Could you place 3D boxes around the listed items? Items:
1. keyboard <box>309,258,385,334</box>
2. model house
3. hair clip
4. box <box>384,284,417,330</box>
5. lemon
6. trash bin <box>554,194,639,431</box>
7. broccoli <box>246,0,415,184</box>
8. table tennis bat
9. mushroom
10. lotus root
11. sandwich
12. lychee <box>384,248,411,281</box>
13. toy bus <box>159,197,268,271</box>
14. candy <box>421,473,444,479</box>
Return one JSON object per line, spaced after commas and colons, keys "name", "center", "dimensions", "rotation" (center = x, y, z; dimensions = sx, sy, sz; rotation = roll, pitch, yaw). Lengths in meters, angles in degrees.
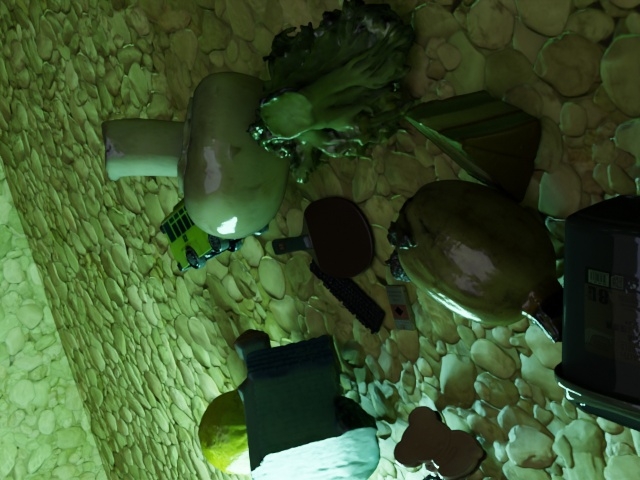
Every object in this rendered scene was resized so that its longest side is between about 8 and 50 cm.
{"name": "keyboard", "center": [0.047, 0.095, 1.690], "dimensions": [0.195, 0.018, 0.060], "rotation": [43, 137, 27]}
{"name": "model house", "center": [-0.043, 0.323, 1.808], "dimensions": [0.295, 0.251, 0.329], "rotation": [75, 175, -54]}
{"name": "hair clip", "center": [0.208, 0.361, 1.565], "dimensions": [0.102, 0.123, 0.138], "rotation": [43, 156, -19]}
{"name": "box", "center": [0.141, 0.118, 1.583], "dimensions": [0.046, 0.012, 0.083], "rotation": [-2, 107, 52]}
{"name": "lemon", "center": [-0.181, 0.434, 2.042], "dimensions": [0.192, 0.192, 0.231], "rotation": [60, 152, 7]}
{"name": "trash bin", "center": [0.401, 0.101, 1.095], "dimensions": [0.209, 0.182, 0.290], "rotation": [14, 115, 50]}
{"name": "broccoli", "center": [0.009, -0.215, 1.357], "dimensions": [0.247, 0.245, 0.288], "rotation": [17, 126, 13]}
{"name": "table tennis bat", "center": [0.000, 0.000, 1.677], "dimensions": [0.274, 0.021, 0.154], "rotation": [-9, 101, 49]}
{"name": "mushroom", "center": [-0.219, -0.151, 1.599], "dimensions": [0.314, 0.336, 0.315], "rotation": [179, 90, -87]}
{"name": "lotus root", "center": [0.242, 0.033, 1.266], "dimensions": [0.310, 0.182, 0.183], "rotation": [37, 136, 34]}
{"name": "sandwich", "center": [0.198, -0.112, 1.228], "dimensions": [0.117, 0.187, 0.144], "rotation": [35, 129, 37]}
{"name": "lychee", "center": [0.144, 0.035, 1.481], "dimensions": [0.083, 0.068, 0.067], "rotation": [9, 76, 32]}
{"name": "toy bus", "center": [-0.223, -0.040, 1.866], "dimensions": [0.262, 0.128, 0.150], "rotation": [-30, 86, 54]}
{"name": "candy", "center": [0.287, 0.552, 1.612], "dimensions": [0.312, 0.061, 0.088], "rotation": [57, 147, 11]}
